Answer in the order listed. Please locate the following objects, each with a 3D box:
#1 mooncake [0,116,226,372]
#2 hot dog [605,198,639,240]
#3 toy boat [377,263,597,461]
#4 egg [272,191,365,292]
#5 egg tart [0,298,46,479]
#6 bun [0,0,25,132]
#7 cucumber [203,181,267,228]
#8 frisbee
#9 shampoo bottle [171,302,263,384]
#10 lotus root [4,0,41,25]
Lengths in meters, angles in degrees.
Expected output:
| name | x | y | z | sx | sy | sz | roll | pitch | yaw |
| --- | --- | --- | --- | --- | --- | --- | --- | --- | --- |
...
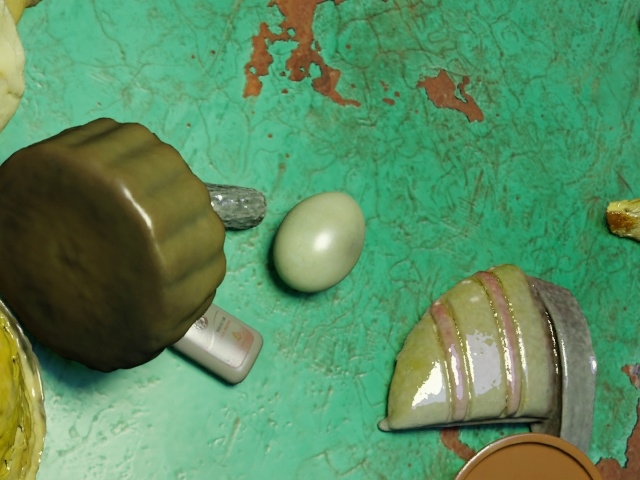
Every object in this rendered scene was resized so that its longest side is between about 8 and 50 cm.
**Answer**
| name | x | y | z | sx | sy | sz | roll | pitch | yaw |
| --- | --- | --- | --- | --- | --- | --- | --- | --- | --- |
| mooncake | -0.246 | 0.003 | 1.738 | 0.290 | 0.290 | 0.161 | 52 | 40 | 0 |
| hot dog | 0.493 | -0.029 | 2.230 | 0.169 | 0.078 | 0.061 | 25 | 47 | -21 |
| toy boat | 0.249 | 0.159 | 2.019 | 0.293 | 0.111 | 0.276 | 19 | 70 | -17 |
| egg | 0.000 | 0.000 | 1.957 | 0.114 | 0.114 | 0.152 | 39 | 58 | -8 |
| egg tart | -0.461 | 0.146 | 1.589 | 0.443 | 0.178 | 0.443 | 26 | 46 | -30 |
| bun | -0.473 | -0.194 | 1.719 | 0.287 | 0.287 | 0.146 | 2 | 27 | -25 |
| cucumber | -0.128 | -0.046 | 1.944 | 0.112 | 0.064 | 0.064 | 2 | 71 | -25 |
| frisbee | 0.272 | 0.378 | 1.961 | 0.251 | 0.021 | 0.250 | 1 | 88 | -17 |
| shampoo bottle | -0.155 | 0.112 | 1.885 | 0.165 | 0.040 | 0.080 | 34 | 62 | -12 |
| lotus root | -0.475 | -0.303 | 1.826 | 0.303 | 0.131 | 0.146 | -12 | 121 | -25 |
